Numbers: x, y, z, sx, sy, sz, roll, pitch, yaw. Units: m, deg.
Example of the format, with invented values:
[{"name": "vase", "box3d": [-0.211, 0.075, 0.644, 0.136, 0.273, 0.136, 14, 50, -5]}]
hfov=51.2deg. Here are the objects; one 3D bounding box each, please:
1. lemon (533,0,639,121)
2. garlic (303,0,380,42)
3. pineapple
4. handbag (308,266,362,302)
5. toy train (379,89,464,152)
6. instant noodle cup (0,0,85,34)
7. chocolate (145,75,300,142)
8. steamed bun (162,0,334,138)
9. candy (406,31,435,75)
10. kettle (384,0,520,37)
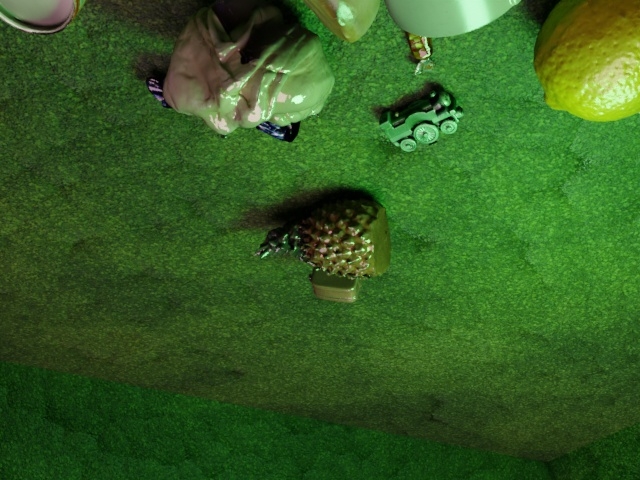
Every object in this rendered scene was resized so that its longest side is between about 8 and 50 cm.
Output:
[{"name": "lemon", "box3d": [0.532, -0.354, 1.203, 0.254, 0.253, 0.310, 30, 120, -33]}, {"name": "garlic", "box3d": [-0.041, -0.469, 1.181, 0.339, 0.151, 0.196, 23, 153, -23]}, {"name": "pineapple", "box3d": [0.000, -0.002, 1.786, 0.358, 0.222, 0.222, -2, 145, 20]}, {"name": "handbag", "box3d": [0.049, 0.078, 1.884, 0.151, 0.193, 0.072, 1, 144, 12]}, {"name": "toy train", "box3d": [0.227, -0.270, 1.494, 0.178, 0.071, 0.104, -22, 127, 32]}, {"name": "instant noodle cup", "box3d": [-0.484, -0.476, 1.161, 0.214, 0.174, 0.213, 2, 144, 2]}, {"name": "chocolate", "box3d": [-0.205, -0.313, 1.439, 0.344, 0.126, 0.148, 15, -179, -4]}, {"name": "steamed bun", "box3d": [-0.132, -0.343, 1.270, 0.320, 0.275, 0.206, -19, 143, -34]}, {"name": "candy", "box3d": [0.200, -0.398, 1.332, 0.053, 0.046, 0.182, -8, 141, 12]}, {"name": "kettle", "box3d": [0.188, -0.493, 0.931, 0.361, 0.250, 0.376, 35, 172, 38]}]
